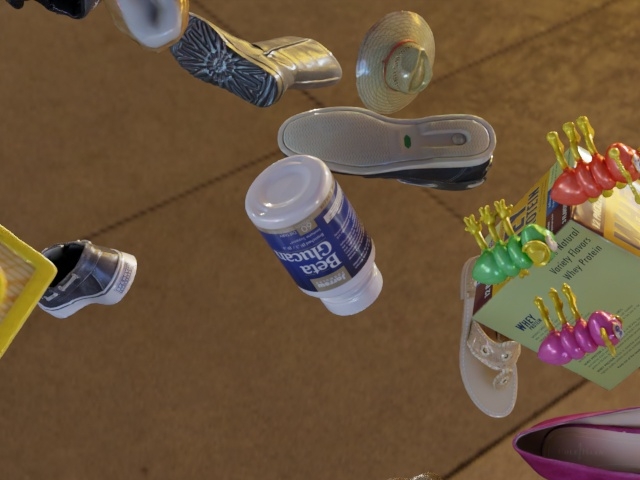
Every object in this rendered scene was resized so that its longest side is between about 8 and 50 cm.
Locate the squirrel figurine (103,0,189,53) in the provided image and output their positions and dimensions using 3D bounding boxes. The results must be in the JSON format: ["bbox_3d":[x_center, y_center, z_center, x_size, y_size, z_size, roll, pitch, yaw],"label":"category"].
[{"bbox_3d":[-0.220,-0.234,0.667,0.370,0.397,0.281,37,19,-44],"label":"squirrel figurine"}]

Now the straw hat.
[{"bbox_3d":[0.119,-0.232,1.784,0.144,0.144,0.061,-19,31,-28],"label":"straw hat"}]

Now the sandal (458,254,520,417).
[{"bbox_3d":[0.250,0.138,1.915,0.088,0.079,0.240,-4,85,-15],"label":"sandal"}]

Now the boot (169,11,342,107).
[{"bbox_3d":[-0.082,-0.245,1.722,0.190,0.076,0.208,38,31,6],"label":"boot"}]

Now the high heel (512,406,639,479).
[{"bbox_3d":[0.292,0.173,1.160,0.117,0.244,0.082,19,69,-43],"label":"high heel"}]

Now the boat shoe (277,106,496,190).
[{"bbox_3d":[0.070,-0.092,1.436,0.233,0.079,0.084,3,62,2],"label":"boat shoe"}]

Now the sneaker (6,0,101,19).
[{"bbox_3d":[-0.245,-0.280,1.384,0.234,0.078,0.106,-11,79,-41],"label":"sneaker"}]

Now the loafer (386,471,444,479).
[{"bbox_3d":[0.106,0.309,1.447,0.134,0.366,0.130,30,61,-30],"label":"loafer"}]

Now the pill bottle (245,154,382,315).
[{"bbox_3d":[0.000,0.000,1.369,0.094,0.169,0.094,-19,42,18],"label":"pill bottle"}]

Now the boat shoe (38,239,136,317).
[{"bbox_3d":[-0.385,0.050,1.999,0.102,0.301,0.108,28,73,-27],"label":"boat shoe"}]

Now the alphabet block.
[{"bbox_3d":[-0.498,0.070,1.750,0.193,0.197,0.192,37,65,-18],"label":"alphabet block"}]

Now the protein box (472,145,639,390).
[{"bbox_3d":[0.318,0.034,1.543,0.201,0.200,0.136,27,43,-13],"label":"protein box"}]

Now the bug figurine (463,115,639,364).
[{"bbox_3d":[0.272,0.028,1.280,0.279,0.216,0.072,49,26,-23],"label":"bug figurine"}]
